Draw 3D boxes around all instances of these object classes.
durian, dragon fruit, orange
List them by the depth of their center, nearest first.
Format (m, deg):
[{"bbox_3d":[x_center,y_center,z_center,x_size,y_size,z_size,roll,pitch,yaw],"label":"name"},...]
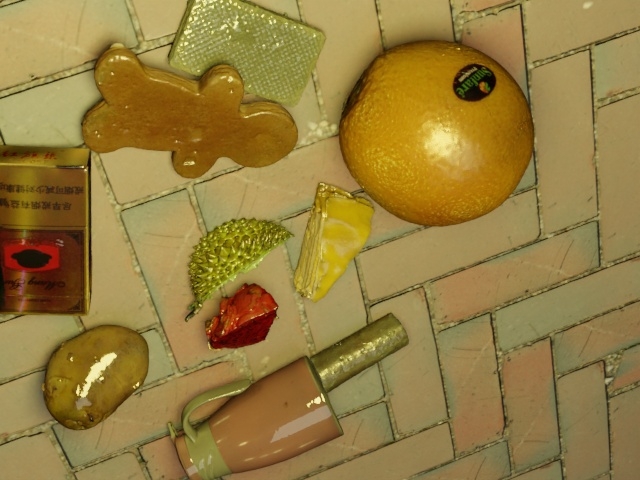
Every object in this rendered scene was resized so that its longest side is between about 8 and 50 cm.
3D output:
[{"bbox_3d":[0.162,-0.150,1.429,0.274,0.274,0.274,-10,123,-16],"label":"orange"},{"bbox_3d":[-0.139,0.040,1.545,0.215,0.086,0.100,-36,140,1],"label":"durian"},{"bbox_3d":[-0.132,0.116,1.572,0.106,0.083,0.162,-20,167,-18],"label":"dragon fruit"}]

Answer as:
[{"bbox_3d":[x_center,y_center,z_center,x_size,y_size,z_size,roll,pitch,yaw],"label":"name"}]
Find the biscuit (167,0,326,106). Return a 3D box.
[{"bbox_3d":[-0.098,-0.264,1.393,0.199,0.040,0.121,15,112,-27],"label":"biscuit"}]

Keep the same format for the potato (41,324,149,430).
[{"bbox_3d":[-0.341,0.202,1.538,0.176,0.137,0.137,-40,129,-21],"label":"potato"}]

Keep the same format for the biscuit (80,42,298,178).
[{"bbox_3d":[-0.174,-0.168,1.400,0.302,0.049,0.197,9,137,-23],"label":"biscuit"}]

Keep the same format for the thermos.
[{"bbox_3d":[-0.114,0.301,1.676,0.265,0.146,0.176,-24,117,-3],"label":"thermos"}]

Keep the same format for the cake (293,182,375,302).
[{"bbox_3d":[0.001,0.003,1.574,0.185,0.079,0.116,-43,128,13],"label":"cake"}]

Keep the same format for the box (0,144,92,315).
[{"bbox_3d":[-0.396,-0.011,1.400,0.159,0.071,0.240,1,120,-11],"label":"box"}]

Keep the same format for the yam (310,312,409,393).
[{"bbox_3d":[0.064,0.188,1.720,0.169,0.068,0.068,-30,126,-11],"label":"yam"}]
